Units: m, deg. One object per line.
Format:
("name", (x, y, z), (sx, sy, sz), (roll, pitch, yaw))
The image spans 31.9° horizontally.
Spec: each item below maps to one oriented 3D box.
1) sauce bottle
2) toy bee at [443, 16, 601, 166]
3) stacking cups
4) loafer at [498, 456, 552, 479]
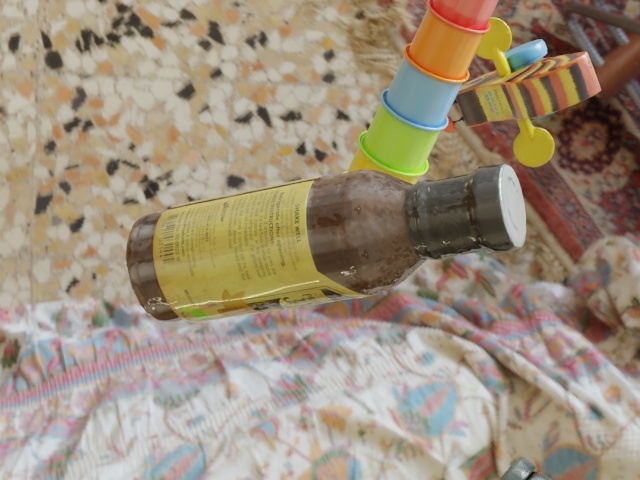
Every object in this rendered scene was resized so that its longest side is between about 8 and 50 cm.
("sauce bottle", (0.000, 0.000, 0.956), (0.344, 0.111, 0.111), (-9, 119, 27))
("toy bee", (0.245, -0.184, 1.496), (0.162, 0.298, 0.195), (-27, 82, -7))
("stacking cups", (0.118, -0.177, 1.274), (0.096, 0.096, 0.316), (12, 122, -21))
("loafer", (0.171, 0.353, 1.173), (0.084, 0.096, 0.267), (35, 112, 18))
